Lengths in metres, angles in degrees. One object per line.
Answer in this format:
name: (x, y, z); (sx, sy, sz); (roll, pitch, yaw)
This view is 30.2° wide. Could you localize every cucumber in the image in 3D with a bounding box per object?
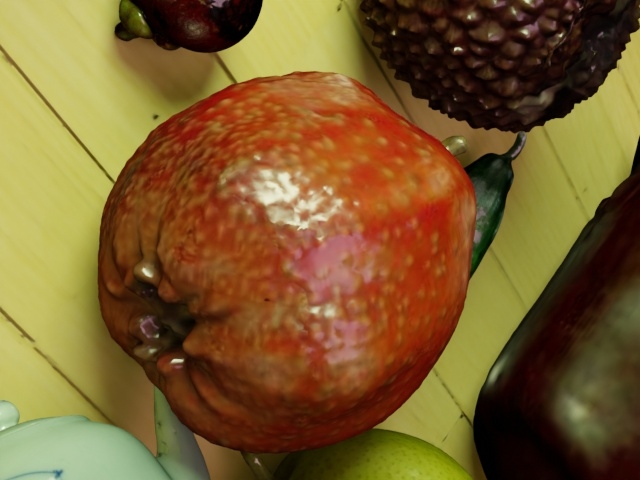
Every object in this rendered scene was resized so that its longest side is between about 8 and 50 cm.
cucumber: (0.077, 0.023, 0.851); (0.056, 0.056, 0.250); (39, 78, -41)

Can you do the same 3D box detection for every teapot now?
teapot: (-0.153, 0.154, 0.638); (0.232, 0.159, 0.159); (-21, 116, -31)

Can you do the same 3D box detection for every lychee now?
lychee: (0.109, -0.160, 0.741); (0.188, 0.188, 0.188); (-13, 111, -38)

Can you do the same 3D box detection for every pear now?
pear: (0.013, 0.201, 0.785); (0.216, 0.166, 0.180); (38, 88, -15)

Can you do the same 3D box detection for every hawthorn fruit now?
hawthorn fruit: (0.000, 0.000, 0.677); (0.253, 0.205, 0.205); (-28, 120, -39)

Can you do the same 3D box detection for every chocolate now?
chocolate: (0.284, 0.144, 0.904); (0.331, 0.383, 0.384); (-42, 128, -4)

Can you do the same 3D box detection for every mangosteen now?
mangosteen: (-0.071, -0.139, 0.653); (0.081, 0.081, 0.081); (-13, 111, -38)
